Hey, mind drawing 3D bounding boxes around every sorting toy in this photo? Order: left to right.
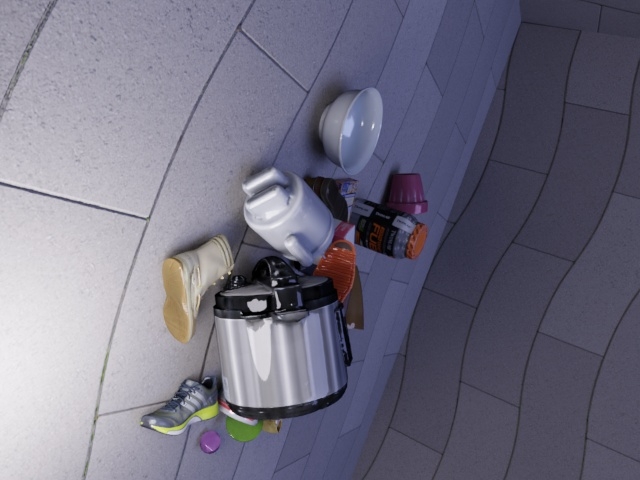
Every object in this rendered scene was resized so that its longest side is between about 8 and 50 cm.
[{"bbox_3d":[-0.249,0.641,1.844,0.365,0.127,0.126,-22,152,-29],"label":"sorting toy"}]

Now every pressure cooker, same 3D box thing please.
[{"bbox_3d":[-0.116,0.253,1.508,0.375,0.369,0.420,-10,93,-59],"label":"pressure cooker"}]

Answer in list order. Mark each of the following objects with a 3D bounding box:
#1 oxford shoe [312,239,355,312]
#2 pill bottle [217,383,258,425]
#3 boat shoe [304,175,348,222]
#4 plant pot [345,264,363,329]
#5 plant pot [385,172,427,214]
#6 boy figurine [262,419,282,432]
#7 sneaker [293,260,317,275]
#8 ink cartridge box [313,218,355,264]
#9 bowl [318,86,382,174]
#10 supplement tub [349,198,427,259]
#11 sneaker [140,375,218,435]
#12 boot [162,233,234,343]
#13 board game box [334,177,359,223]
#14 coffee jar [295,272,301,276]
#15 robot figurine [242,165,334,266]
[{"bbox_3d":[0.040,0.168,1.714,0.133,0.130,0.364,-17,124,-72],"label":"oxford shoe"},{"bbox_3d":[-0.220,0.447,1.753,0.283,0.161,0.161,-63,154,-14],"label":"pill bottle"},{"bbox_3d":[0.021,-0.127,1.880,0.307,0.104,0.111,69,39,-53],"label":"boat shoe"},{"bbox_3d":[0.074,0.220,2.140,0.237,0.237,0.254,28,68,-65],"label":"plant pot"},{"bbox_3d":[0.404,-0.223,2.492,0.201,0.201,0.180,-22,112,-58],"label":"plant pot"},{"bbox_3d":[-0.153,0.628,2.112,0.285,0.092,0.177,-63,157,-20],"label":"boy figurine"},{"bbox_3d":[-0.048,0.098,1.959,0.118,0.083,0.222,-18,150,-20],"label":"sneaker"},{"bbox_3d":[0.000,0.000,1.790,0.092,0.218,0.159,-50,150,-45],"label":"ink cartridge box"},{"bbox_3d":[0.085,-0.378,1.776,0.298,0.134,0.298,-44,145,-43],"label":"bowl"},{"bbox_3d":[0.266,-0.042,2.178,0.193,0.316,0.194,-43,144,-43],"label":"supplement tub"},{"bbox_3d":[-0.395,0.463,1.507,0.300,0.111,0.121,1,96,-68],"label":"sneaker"},{"bbox_3d":[-0.318,0.126,1.401,0.203,0.095,0.262,-37,137,-52],"label":"boot"},{"bbox_3d":[0.080,-0.140,2.049,0.147,0.045,0.193,-16,123,-60],"label":"board game box"},{"bbox_3d":[-0.080,0.160,1.789,0.096,0.184,0.079,-37,140,-49],"label":"coffee jar"},{"bbox_3d":[-0.086,-0.066,1.547,0.353,0.199,0.300,45,27,-51],"label":"robot figurine"}]
